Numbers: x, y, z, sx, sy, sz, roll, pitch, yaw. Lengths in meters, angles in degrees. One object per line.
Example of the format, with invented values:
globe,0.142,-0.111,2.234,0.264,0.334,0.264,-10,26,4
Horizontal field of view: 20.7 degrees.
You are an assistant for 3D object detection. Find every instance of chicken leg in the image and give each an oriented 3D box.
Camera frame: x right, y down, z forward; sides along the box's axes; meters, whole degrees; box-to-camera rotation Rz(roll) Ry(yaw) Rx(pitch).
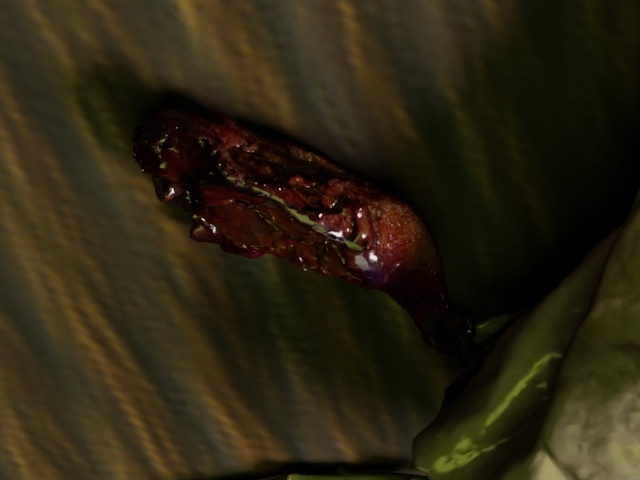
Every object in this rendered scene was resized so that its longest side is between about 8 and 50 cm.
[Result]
chicken leg,0.002,-0.003,0.817,0.205,0.053,0.093,31,145,-14

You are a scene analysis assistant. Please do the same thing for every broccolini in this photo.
broccolini,-0.033,0.147,0.941,0.194,0.054,0.052,-20,107,12

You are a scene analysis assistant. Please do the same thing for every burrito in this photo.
burrito,0.196,0.034,0.787,0.190,0.135,0.332,20,126,-22
